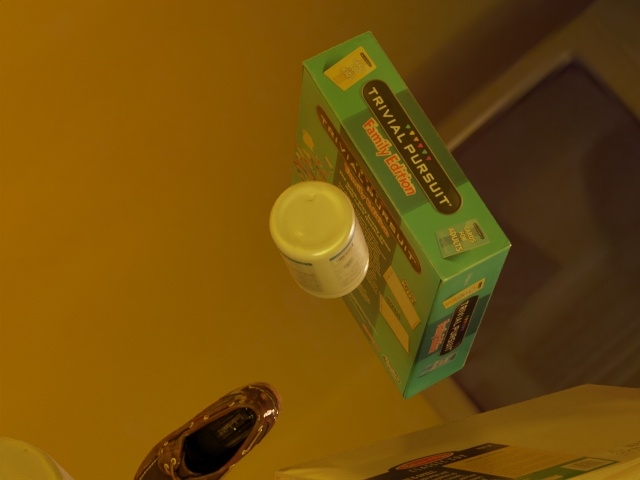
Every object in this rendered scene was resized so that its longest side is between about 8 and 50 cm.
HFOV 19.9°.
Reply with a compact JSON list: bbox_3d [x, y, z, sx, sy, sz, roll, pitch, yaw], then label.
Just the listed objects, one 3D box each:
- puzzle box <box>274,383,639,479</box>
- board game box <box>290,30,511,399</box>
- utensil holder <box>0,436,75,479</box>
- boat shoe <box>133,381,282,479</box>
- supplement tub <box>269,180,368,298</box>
[{"bbox_3d":[0.198,0.198,1.613,0.272,0.409,0.052,2,100,52],"label":"puzzle box"},{"bbox_3d":[0.068,-0.015,1.813,0.254,0.079,0.336,58,165,18],"label":"board game box"},{"bbox_3d":[-0.171,0.359,1.120,0.385,0.327,0.327,54,-176,-30],"label":"utensil holder"},{"bbox_3d":[-0.128,0.222,1.889,0.073,0.207,0.073,45,-161,-1],"label":"boat shoe"},{"bbox_3d":[0.000,0.000,1.501,0.071,0.071,0.107,52,174,21],"label":"supplement tub"}]
